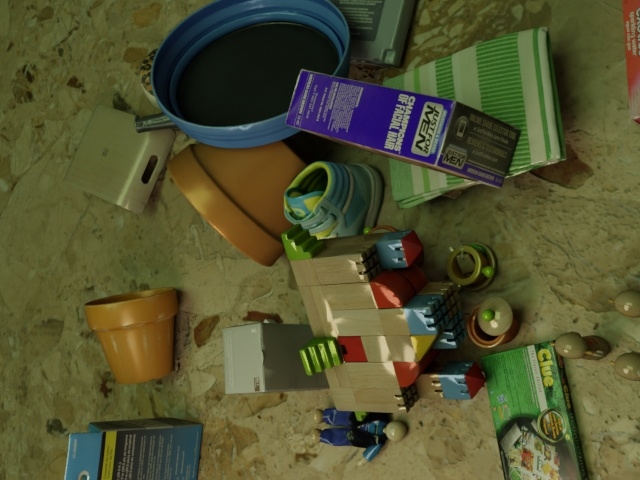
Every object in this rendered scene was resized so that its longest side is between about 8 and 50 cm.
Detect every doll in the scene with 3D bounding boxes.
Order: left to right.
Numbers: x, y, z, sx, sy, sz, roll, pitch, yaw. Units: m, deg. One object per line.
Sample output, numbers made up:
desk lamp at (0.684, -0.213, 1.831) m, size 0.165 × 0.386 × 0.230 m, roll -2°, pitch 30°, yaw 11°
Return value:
doll at (0.074, 0.352, 1.607) m, size 0.189 × 0.046 × 0.129 m, roll -7°, pitch 70°, yaw 33°

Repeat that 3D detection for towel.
towel at (0.248, -0.203, 1.461) m, size 0.325 × 0.038 × 0.248 m, roll -15°, pitch 73°, yaw 40°

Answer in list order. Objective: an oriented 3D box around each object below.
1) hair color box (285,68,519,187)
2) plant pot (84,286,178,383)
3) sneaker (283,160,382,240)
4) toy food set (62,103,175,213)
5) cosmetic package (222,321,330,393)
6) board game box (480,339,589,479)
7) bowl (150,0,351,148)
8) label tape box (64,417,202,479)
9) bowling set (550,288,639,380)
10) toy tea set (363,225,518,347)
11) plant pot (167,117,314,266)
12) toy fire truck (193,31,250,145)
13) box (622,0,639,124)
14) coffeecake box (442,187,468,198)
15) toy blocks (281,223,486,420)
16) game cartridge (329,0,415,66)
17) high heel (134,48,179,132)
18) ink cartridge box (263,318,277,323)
hair color box at (0.126, -0.185, 1.418) m, size 0.339 × 0.185 × 0.110 m, roll 20°, pitch 96°, yaw 44°
plant pot at (-0.413, 0.216, 1.958) m, size 0.205 × 0.205 × 0.188 m, roll -6°, pitch 94°, yaw 40°
sneaker at (0.000, 0.000, 1.617) m, size 0.127 × 0.208 × 0.319 m, roll 6°, pitch 87°, yaw 39°
toy food set at (-0.502, -0.204, 2.167) m, size 0.306 × 0.092 × 0.220 m, roll 20°, pitch 85°, yaw 39°
cosmetic package at (-0.068, 0.220, 1.622) m, size 0.107 × 0.238 × 0.127 m, roll -12°, pitch 75°, yaw 38°
board game box at (0.345, 0.301, 1.398) m, size 0.136 × 0.030 × 0.260 m, roll -20°, pitch 71°, yaw 39°
bowl at (-0.128, -0.333, 1.666) m, size 0.391 × 0.077 × 0.391 m, roll -8°, pitch 52°, yaw 10°
label tape box at (-0.414, 0.503, 1.801) m, size 0.115 × 0.347 × 0.249 m, roll 3°, pitch 85°, yaw 41°
bowling set at (0.480, 0.116, 1.227) m, size 0.287 × 0.154 × 0.200 m, roll 15°, pitch 93°, yaw 40°
toy tea set at (0.185, 0.082, 1.502) m, size 0.336 × 0.124 × 0.200 m, roll 6°, pitch 87°, yaw 41°
plant pot at (-0.129, -0.121, 1.717) m, size 0.203 × 0.291 × 0.291 m, roll -44°, pitch 57°, yaw 8°
toy fire truck at (-0.189, -0.299, 1.859) m, size 0.217 × 0.158 × 0.246 m, roll -9°, pitch 80°, yaw 39°
box at (0.524, -0.294, 1.269) m, size 0.122 × 0.128 × 0.257 m, roll -8°, pitch 78°, yaw 40°
coffeecake box at (0.252, -0.187, 1.523) m, size 0.185 × 0.068 × 0.142 m, roll -43°, pitch 59°, yaw 27°
toy blocks at (0.117, 0.136, 1.438) m, size 0.261 × 0.191 × 0.381 m, roll -6°, pitch 108°, yaw 36°
game cartridge at (0.060, -0.455, 1.738) m, size 0.294 × 0.060 × 0.196 m, roll 17°, pitch 98°, yaw 40°
high heel at (-0.336, -0.367, 2.070) m, size 0.186 × 0.093 × 0.261 m, roll -6°, pitch 58°, yaw 10°
ink cartridge box at (-0.092, 0.205, 1.782) m, size 0.083 × 0.028 × 0.048 m, roll 43°, pitch 111°, yaw 36°
